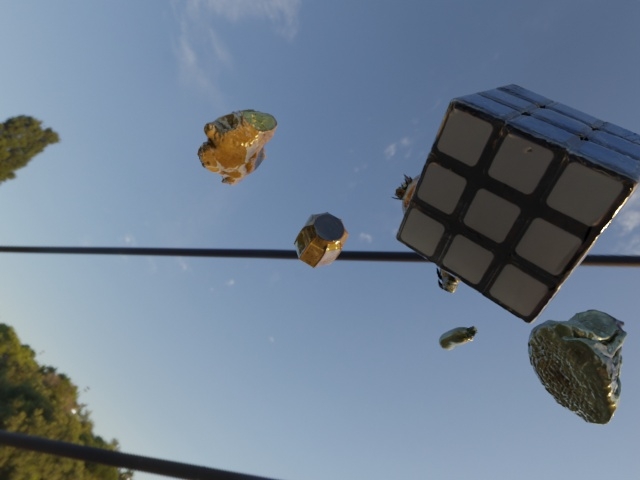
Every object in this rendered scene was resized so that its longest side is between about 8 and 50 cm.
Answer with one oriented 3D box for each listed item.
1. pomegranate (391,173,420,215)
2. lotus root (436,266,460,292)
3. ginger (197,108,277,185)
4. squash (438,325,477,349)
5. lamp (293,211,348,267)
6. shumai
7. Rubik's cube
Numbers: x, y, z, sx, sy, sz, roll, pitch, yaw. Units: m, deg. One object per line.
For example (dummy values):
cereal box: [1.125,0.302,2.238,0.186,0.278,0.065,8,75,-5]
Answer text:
pomegranate: [0.380,-0.145,1.473,0.235,0.210,0.210,30,-43,14]
lotus root: [0.317,0.051,0.951,0.088,0.165,0.088,34,-20,14]
ginger: [-0.236,-0.231,1.128,0.123,0.219,0.270,51,-43,23]
squash: [0.370,0.267,1.132,0.052,0.052,0.183,40,-21,8]
lamp: [0.000,0.000,1.376,0.161,0.161,0.185,43,-34,5]
shumai: [0.817,0.348,1.243,0.304,0.263,0.309,55,-17,30]
Rubik's cube: [0.375,-0.091,0.784,0.301,0.305,0.304,36,-51,26]
